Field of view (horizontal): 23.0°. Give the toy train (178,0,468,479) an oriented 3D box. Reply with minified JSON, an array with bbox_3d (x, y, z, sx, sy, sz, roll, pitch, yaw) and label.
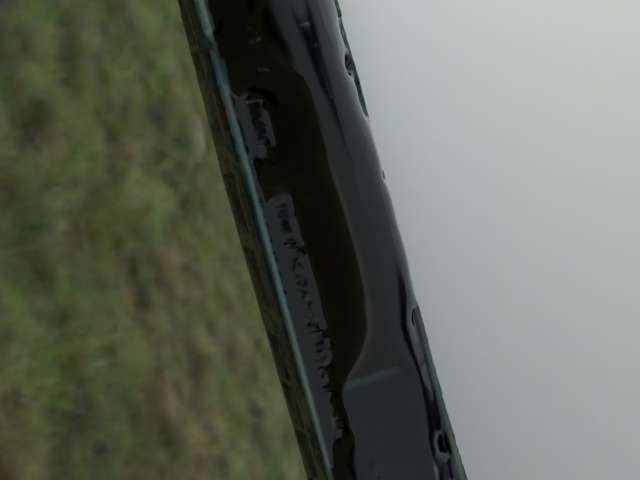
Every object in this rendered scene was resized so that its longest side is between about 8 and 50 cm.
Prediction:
[{"bbox_3d":[0.000,0.000,0.465,0.047,0.043,0.207,-165,-121,-72],"label":"toy train"}]
